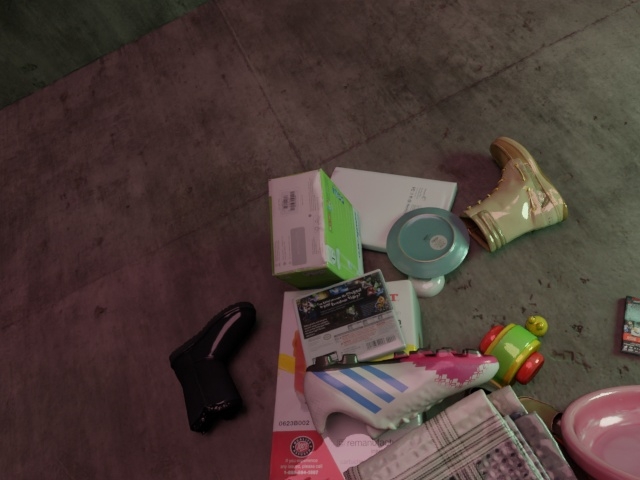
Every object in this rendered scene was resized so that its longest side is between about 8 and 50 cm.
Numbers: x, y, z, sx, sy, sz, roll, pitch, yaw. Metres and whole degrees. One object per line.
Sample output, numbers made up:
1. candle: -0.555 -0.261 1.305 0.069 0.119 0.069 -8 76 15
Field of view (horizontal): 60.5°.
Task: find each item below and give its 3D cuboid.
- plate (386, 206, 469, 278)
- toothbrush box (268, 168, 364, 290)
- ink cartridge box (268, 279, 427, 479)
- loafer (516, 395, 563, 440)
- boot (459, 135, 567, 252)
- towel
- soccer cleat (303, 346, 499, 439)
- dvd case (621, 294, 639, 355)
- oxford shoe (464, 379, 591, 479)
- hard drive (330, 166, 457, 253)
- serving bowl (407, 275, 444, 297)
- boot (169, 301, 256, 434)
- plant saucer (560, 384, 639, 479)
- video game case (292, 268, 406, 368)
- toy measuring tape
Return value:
1. plate: 0.240 -0.002 1.242 0.188 0.024 0.188 -8 57 12
2. toothbrush box: 0.000 0.000 1.184 0.122 0.283 0.206 -10 72 18
3. ink cartridge box: 0.062 0.288 1.086 0.279 0.160 0.385 -6 57 14
4. loafer: 0.420 0.328 1.010 0.148 0.050 0.056 22 68 28
5. boot: 0.406 -0.109 1.264 0.203 0.095 0.262 -26 59 2
6. towel: 0.239 0.417 0.829 0.324 0.056 0.312 -30 60 0
7. soccer cleat: 0.136 0.259 0.934 0.331 0.116 0.143 -6 80 7
8. dvd case: 0.634 0.168 1.062 0.087 0.013 0.120 8 63 22
9. oxford shoe: 0.345 0.348 0.926 0.271 0.098 0.097 43 94 23
10. hard drive: 0.153 -0.071 1.352 0.318 0.040 0.210 11 64 24
11. serving bowl: 0.236 0.086 1.236 0.083 0.027 0.083 -8 56 13
12. boot: -0.211 0.282 1.219 0.246 0.094 0.207 -37 51 2
13. plant saucer: 0.553 0.332 0.850 0.332 0.332 0.084 -4 100 16
14. video game case: 0.051 0.159 1.059 0.190 0.022 0.173 -20 54 6
15. toy measuring tape: 0.323 0.262 1.045 0.330 0.121 0.121 -45 57 -11
